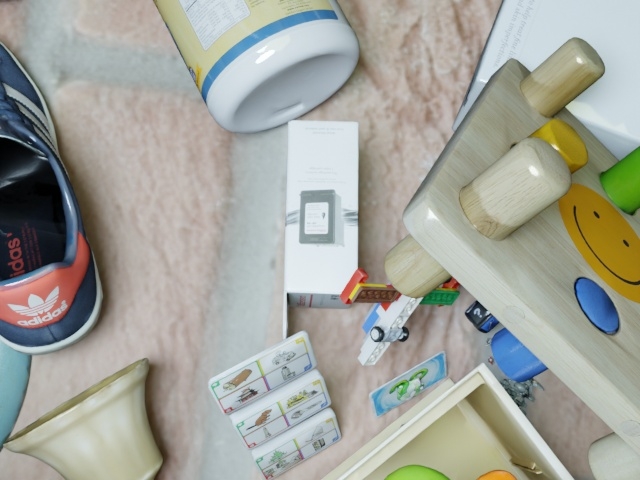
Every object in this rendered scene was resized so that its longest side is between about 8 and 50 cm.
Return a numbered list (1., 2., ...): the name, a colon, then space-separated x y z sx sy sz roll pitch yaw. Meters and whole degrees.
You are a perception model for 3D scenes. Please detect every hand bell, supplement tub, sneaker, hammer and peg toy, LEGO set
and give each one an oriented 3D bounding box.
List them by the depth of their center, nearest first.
1. hammer and peg toy: 0.223 0.047 0.496 0.361 0.127 0.266 44 39 -4
2. LEGO set: 0.035 0.083 0.595 0.244 0.182 0.060 -28 52 -10
3. hand bell: -0.136 0.231 0.599 0.126 0.126 0.242 -30 93 -7
4. sneaker: -0.279 -0.081 0.610 0.131 0.148 0.350 -27 75 -18
5. LEGO set: 0.166 0.124 0.650 0.054 0.023 0.083 -22 79 -5
6. supplement tub: -0.069 -0.213 0.659 0.144 0.144 0.200 -26 79 -6

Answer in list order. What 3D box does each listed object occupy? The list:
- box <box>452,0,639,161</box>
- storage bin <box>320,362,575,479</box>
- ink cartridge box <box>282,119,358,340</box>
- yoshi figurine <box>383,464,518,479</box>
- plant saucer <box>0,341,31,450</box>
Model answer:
1. box: 0.239 -0.163 0.665 0.181 0.119 0.181 22 78 4
2. storage bin: 0.095 0.281 0.565 0.260 0.123 0.262 -36 81 -8
3. ink cartridge box: 0.000 0.000 0.634 0.060 0.104 0.180 1 78 -1
4. yoshi figurine: 0.118 0.300 0.396 0.203 0.204 0.362 -16 45 -29
5. plant saucer: -0.415 0.103 0.639 0.317 0.044 0.318 0 78 -1
